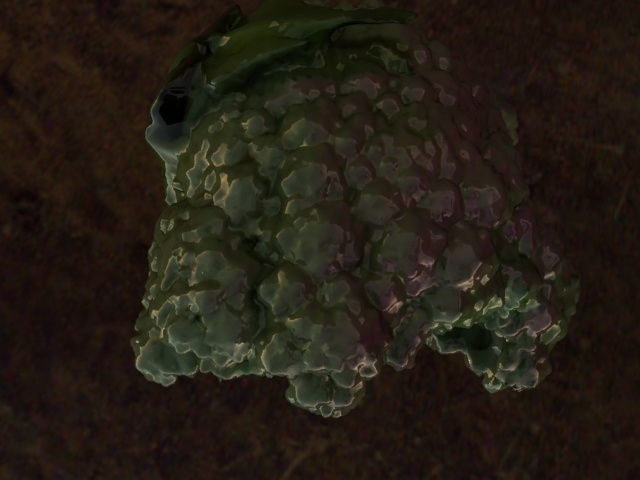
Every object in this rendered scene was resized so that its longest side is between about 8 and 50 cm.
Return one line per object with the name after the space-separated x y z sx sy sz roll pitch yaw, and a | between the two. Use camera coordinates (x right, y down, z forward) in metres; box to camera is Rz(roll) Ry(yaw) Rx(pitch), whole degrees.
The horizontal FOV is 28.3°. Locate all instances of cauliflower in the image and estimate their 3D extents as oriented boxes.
0.000 0.000 0.711 0.239 0.256 0.315 -7 149 -16 | cauliflower
